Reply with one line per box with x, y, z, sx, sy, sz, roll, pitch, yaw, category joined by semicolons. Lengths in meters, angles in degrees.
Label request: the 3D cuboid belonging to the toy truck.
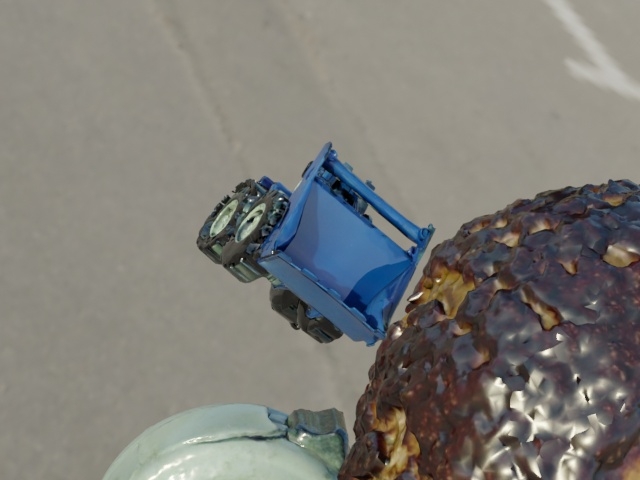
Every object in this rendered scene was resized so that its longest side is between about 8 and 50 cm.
0.000;0.000;1.391;0.113;0.126;0.208;39;-4;-19;toy truck

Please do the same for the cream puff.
0.108;0.092;0.746;0.239;0.239;0.165;5;13;-44;cream puff

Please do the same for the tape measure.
-0.113;0.200;0.931;0.164;0.330;0.084;61;2;-8;tape measure
